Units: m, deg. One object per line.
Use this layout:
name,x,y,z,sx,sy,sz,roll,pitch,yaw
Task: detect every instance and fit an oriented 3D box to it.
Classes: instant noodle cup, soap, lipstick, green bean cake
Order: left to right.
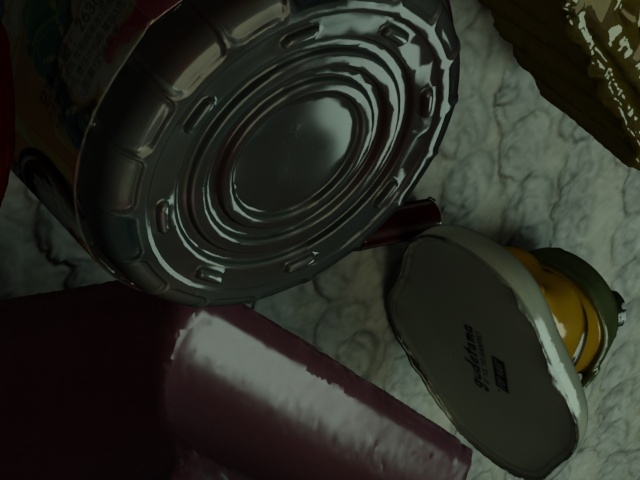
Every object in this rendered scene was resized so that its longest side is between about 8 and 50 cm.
soap,-0.080,0.146,0.895,0.233,0.128,0.359,-11,154,25
instant noodle cup,-0.055,-0.089,0.699,0.302,0.181,0.258,-34,144,-10
lipstick,0.000,0.001,0.987,0.176,0.027,0.027,-13,137,-33
green bean cake,0.208,-0.174,0.898,0.224,0.131,0.229,-44,146,2

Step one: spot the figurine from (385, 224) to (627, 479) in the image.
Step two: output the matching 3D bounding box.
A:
figurine,0.152,0.043,1.074,0.141,0.166,0.250,-41,155,-20

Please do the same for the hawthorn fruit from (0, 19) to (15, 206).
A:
hawthorn fruit,-0.190,-0.049,0.428,0.300,0.254,0.254,-45,146,-9
